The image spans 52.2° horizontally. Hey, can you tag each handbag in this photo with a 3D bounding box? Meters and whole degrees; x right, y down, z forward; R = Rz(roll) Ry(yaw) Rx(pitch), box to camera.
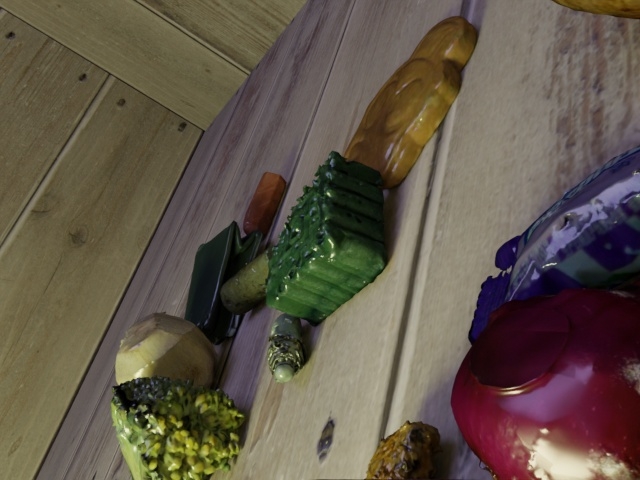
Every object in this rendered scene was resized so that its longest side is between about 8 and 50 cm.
[{"bbox_3d":[-0.228,0.105,1.415,0.247,0.079,0.259,-30,42,58],"label":"handbag"}]

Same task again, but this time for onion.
[{"bbox_3d":[0.169,0.079,0.409,0.198,0.135,0.173,-61,22,-9],"label":"onion"}]

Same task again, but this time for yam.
[{"bbox_3d":[-0.118,0.074,1.216,0.179,0.078,0.078,-40,27,42],"label":"yam"}]

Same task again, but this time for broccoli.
[{"bbox_3d":[-0.208,0.327,1.025,0.181,0.272,0.242,-19,-10,-25],"label":"broccoli"}]

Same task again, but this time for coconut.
[{"bbox_3d":[-0.284,0.239,1.227,0.194,0.194,0.194,-49,22,27],"label":"coconut"}]

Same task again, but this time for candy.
[{"bbox_3d":[0.222,-0.019,0.494,0.275,0.070,0.145,-43,6,38],"label":"candy"}]

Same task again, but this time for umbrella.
[{"bbox_3d":[-0.051,0.156,0.952,0.067,0.062,0.143,-57,15,23],"label":"umbrella"}]

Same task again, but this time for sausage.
[{"bbox_3d":[-0.132,-0.072,1.490,0.065,0.065,0.169,-25,40,58],"label":"sausage"}]

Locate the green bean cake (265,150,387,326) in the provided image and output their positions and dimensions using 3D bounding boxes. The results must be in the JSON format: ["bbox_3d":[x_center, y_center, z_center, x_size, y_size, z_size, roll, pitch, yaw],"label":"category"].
[{"bbox_3d":[0.000,0.000,0.958,0.208,0.107,0.193,-48,33,42],"label":"green bean cake"}]

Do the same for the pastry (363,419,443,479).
[{"bbox_3d":[0.062,0.228,0.574,0.080,0.056,0.140,134,157,-64],"label":"pastry"}]

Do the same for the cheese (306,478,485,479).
[{"bbox_3d":[0.035,0.272,0.451,0.128,0.203,0.176,-99,12,-59],"label":"cheese"}]

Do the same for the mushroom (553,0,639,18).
[{"bbox_3d":[0.313,-0.311,0.525,0.263,0.195,0.283,-101,28,-51],"label":"mushroom"}]

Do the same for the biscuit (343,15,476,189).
[{"bbox_3d":[0.121,-0.203,1.073,0.375,0.051,0.269,-58,18,5],"label":"biscuit"}]
